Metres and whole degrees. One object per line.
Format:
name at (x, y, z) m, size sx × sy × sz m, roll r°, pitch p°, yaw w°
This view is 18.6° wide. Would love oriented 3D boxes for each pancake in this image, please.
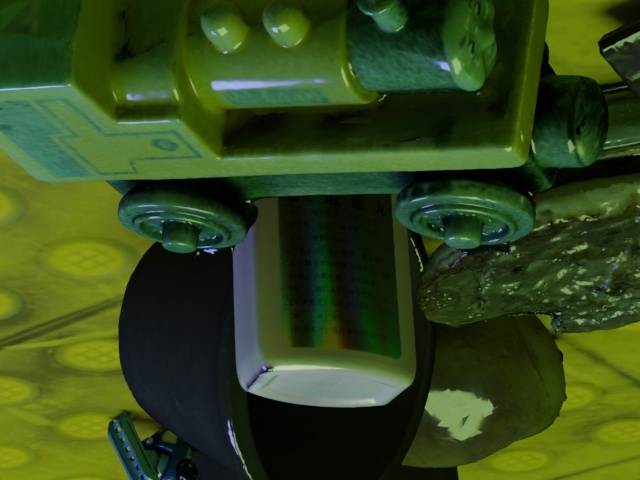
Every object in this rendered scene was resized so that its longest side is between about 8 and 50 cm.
pancake at (0.195, 0.014, 1.440) m, size 0.253 × 0.037 × 0.253 m, roll -6°, pitch 154°, yaw -3°

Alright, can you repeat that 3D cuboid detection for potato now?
potato at (0.081, 0.110, 1.646) m, size 0.248 × 0.143 × 0.169 m, roll -2°, pitch 116°, yaw 10°

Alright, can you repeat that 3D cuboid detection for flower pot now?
flower pot at (-0.044, 0.076, 1.489) m, size 0.166 × 0.269 × 0.269 m, roll 5°, pitch 163°, yaw 38°

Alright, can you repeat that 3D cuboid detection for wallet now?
wallet at (0.208, -0.042, 1.436) m, size 0.141 × 0.059 × 0.202 m, roll -12°, pitch 154°, yaw 7°

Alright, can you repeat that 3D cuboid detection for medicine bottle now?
medicine bottle at (0.000, 0.000, 1.315) m, size 0.115 × 0.219 × 0.078 m, roll 7°, pitch 153°, yaw -20°

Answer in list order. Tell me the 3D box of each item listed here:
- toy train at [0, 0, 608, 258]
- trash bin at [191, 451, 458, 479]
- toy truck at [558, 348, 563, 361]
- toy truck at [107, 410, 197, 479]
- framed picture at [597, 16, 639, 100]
toy train at (-0.022, -0.092, 1.157) m, size 0.368 × 0.150 × 0.237 m, roll -1°, pitch 156°, yaw 27°
trash bin at (0.003, 0.256, 1.963) m, size 0.240 × 0.122 × 0.164 m, roll -21°, pitch 149°, yaw 28°
toy truck at (0.167, 0.132, 1.791) m, size 0.074 × 0.063 × 0.136 m, roll 22°, pitch 152°, yaw -5°
toy truck at (-0.165, 0.204, 1.899) m, size 0.090 × 0.073 × 0.056 m, roll 27°, pitch 143°, yaw -24°
framed picture at (0.384, -0.076, 1.294) m, size 0.265 × 0.016 × 0.347 m, roll -26°, pitch 127°, yaw 31°
